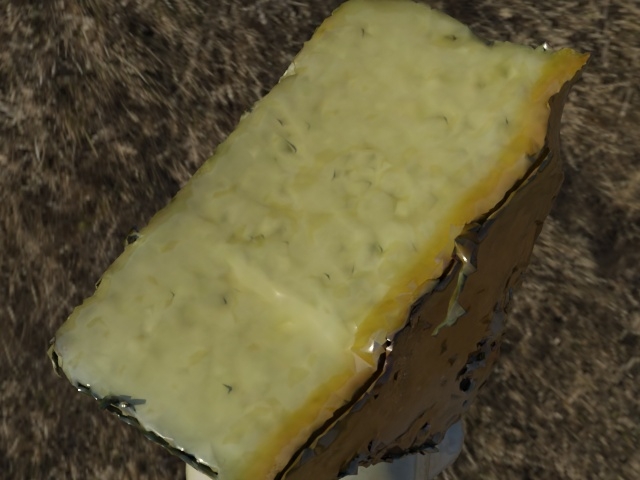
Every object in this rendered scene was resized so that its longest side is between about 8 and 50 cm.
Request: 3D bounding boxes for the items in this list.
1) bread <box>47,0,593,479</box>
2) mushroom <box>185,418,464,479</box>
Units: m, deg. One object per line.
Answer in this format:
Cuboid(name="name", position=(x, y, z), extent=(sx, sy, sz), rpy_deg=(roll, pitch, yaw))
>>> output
Cuboid(name="bread", position=(0.000, 0.000, 0.793), extent=(0.279, 0.248, 0.315), rpy_deg=(-18, 129, -52))
Cuboid(name="mushroom", position=(0.005, 0.221, 1.339), extent=(0.356, 0.315, 0.315), rpy_deg=(-40, 111, -26))
